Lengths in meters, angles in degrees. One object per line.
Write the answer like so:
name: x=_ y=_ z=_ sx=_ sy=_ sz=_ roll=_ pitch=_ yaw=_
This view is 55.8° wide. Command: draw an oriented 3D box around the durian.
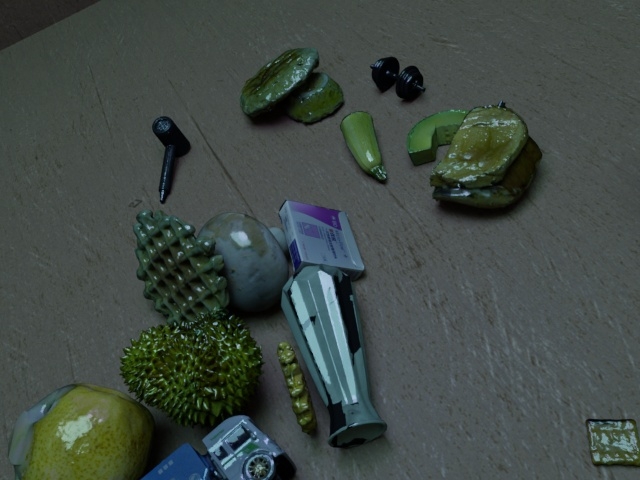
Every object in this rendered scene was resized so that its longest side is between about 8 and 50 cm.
durian: x=-0.242 y=0.260 z=1.206 sx=0.291 sy=0.291 sz=0.224 roll=-11 pitch=93 yaw=9

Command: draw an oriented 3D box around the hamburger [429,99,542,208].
hamburger: x=0.409 y=-0.190 z=1.441 sx=0.211 sy=0.132 sz=0.309 roll=21 pitch=61 yaw=30

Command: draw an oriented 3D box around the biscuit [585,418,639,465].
biscuit: x=0.509 y=0.349 z=1.048 sx=0.083 sy=0.018 sz=0.081 roll=-5 pitch=51 yaw=15

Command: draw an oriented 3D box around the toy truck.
toy truck: x=-0.225 y=0.480 z=1.089 sx=0.367 sy=0.146 sz=0.175 roll=-37 pitch=55 yaw=-16

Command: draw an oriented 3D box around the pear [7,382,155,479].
pear: x=-0.446 y=0.406 z=1.154 sx=0.271 sy=0.271 sz=0.271 roll=-9 pitch=50 yaw=11

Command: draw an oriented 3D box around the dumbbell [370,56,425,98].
dumbbell: x=0.222 y=-0.471 z=1.751 sx=0.099 sy=0.099 sz=0.208 roll=-42 pitch=53 yaw=-17

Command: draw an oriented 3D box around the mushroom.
mushroom: x=-0.161 y=0.035 z=1.401 sx=0.244 sy=0.243 sz=0.243 roll=-9 pitch=50 yaw=11

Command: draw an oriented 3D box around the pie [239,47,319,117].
pie: x=-0.136 y=-0.487 z=1.836 sx=0.306 sy=0.071 sz=0.306 roll=-31 pitch=30 yaw=20

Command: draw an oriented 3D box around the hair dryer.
hair dryer: x=-0.449 y=-0.231 z=1.766 sx=0.070 sy=0.128 sz=0.255 roll=-5 pitch=62 yaw=13

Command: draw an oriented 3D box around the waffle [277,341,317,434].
waffle: x=-0.046 y=0.283 z=1.181 sx=0.038 sy=0.191 sz=0.191 roll=-18 pitch=49 yaw=-3

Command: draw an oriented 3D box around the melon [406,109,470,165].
melon: x=0.317 y=-0.276 z=1.588 sx=0.209 sy=0.064 sz=0.118 roll=-18 pitch=48 yaw=0

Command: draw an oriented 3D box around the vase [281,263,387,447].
vase: x=0.027 y=0.222 z=1.220 sx=0.165 sy=0.165 sz=0.360 roll=-19 pitch=53 yaw=2

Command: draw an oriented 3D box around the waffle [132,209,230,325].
waffle: x=-0.316 y=0.079 z=1.360 sx=0.292 sy=0.309 sz=0.056 roll=20 pitch=35 yaw=33

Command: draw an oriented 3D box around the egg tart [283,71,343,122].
egg tart: x=-0.028 y=-0.441 z=1.821 sx=0.197 sy=0.078 sz=0.197 roll=-11 pitch=46 yaw=12

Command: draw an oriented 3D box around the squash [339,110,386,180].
squash: x=0.128 y=-0.241 z=1.613 sx=0.094 sy=0.094 sz=0.224 roll=-20 pitch=56 yaw=1

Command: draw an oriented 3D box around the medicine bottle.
medicine bottle: x=0.000 y=0.000 z=1.419 sx=0.171 sy=0.052 sz=0.201 roll=11 pitch=42 yaw=-27
